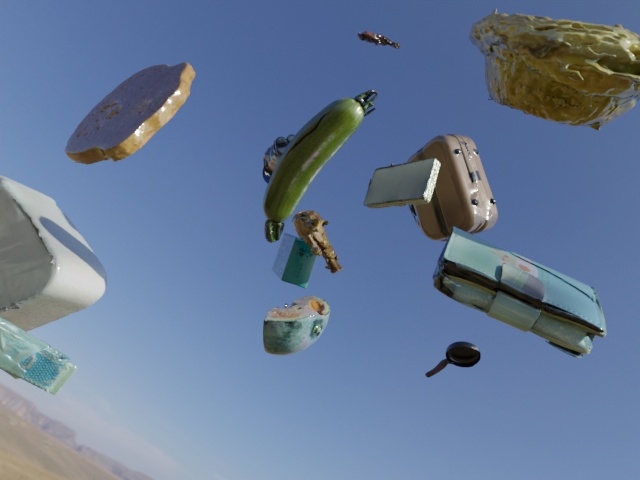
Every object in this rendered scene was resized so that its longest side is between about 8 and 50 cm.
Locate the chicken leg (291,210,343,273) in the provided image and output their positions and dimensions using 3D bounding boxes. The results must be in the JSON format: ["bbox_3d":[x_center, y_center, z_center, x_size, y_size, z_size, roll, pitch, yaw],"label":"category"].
[{"bbox_3d":[0.000,0.001,1.358,0.208,0.085,0.101,56,-35,5],"label":"chicken leg"}]

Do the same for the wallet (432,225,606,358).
[{"bbox_3d":[0.308,0.070,0.756,0.250,0.176,0.075,26,-61,12],"label":"wallet"}]

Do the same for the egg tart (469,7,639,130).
[{"bbox_3d":[0.461,-0.321,0.917,0.387,0.388,0.169,21,-67,16],"label":"egg tart"}]

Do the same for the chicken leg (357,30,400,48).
[{"bbox_3d":[0.108,-0.378,0.896,0.083,0.036,0.021,10,-69,-15],"label":"chicken leg"}]

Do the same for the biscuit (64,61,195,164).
[{"bbox_3d":[-0.511,-0.347,1.296,0.365,0.385,0.062,4,-36,35],"label":"biscuit"}]

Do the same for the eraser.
[{"bbox_3d":[-0.615,0.020,0.962,0.331,0.331,0.150,17,-9,21],"label":"eraser"}]

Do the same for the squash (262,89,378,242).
[{"bbox_3d":[-0.025,-0.132,0.802,0.080,0.071,0.318,46,-65,16],"label":"squash"}]

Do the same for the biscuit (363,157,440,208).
[{"bbox_3d":[0.205,-0.143,1.219,0.040,0.121,0.199,31,-21,-37],"label":"biscuit"}]

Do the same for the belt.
[{"bbox_3d":[-0.546,0.156,0.778,0.302,0.072,0.087,44,-24,-26],"label":"belt"}]

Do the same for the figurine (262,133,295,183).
[{"bbox_3d":[-0.081,-0.171,0.975,0.149,0.086,0.087,126,-57,-75],"label":"figurine"}]

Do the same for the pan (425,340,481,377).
[{"bbox_3d":[0.438,0.403,1.598,0.115,0.040,0.212,40,-58,-18],"label":"pan"}]

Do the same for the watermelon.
[{"bbox_3d":[-0.064,0.315,1.645,0.175,0.321,0.188,9,-74,36],"label":"watermelon"}]

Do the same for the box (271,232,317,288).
[{"bbox_3d":[-0.090,0.064,1.639,0.092,0.153,0.245,20,0,-15],"label":"box"}]

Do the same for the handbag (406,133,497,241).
[{"bbox_3d":[0.365,-0.141,1.442,0.283,0.149,0.302,-29,-106,55],"label":"handbag"}]
